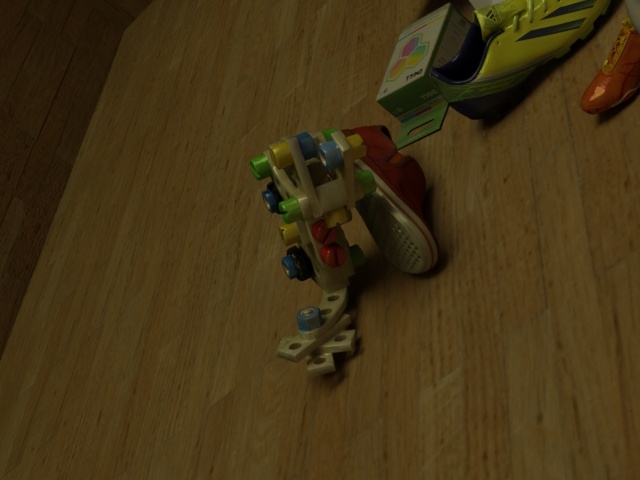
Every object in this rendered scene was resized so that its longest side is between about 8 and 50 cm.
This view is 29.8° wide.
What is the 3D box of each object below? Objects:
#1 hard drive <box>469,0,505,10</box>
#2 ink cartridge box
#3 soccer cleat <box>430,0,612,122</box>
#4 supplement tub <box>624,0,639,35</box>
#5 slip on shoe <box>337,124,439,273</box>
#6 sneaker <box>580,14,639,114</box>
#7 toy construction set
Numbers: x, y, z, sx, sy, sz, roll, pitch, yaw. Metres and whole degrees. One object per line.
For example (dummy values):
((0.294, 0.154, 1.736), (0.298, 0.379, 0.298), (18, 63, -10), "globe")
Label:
((0.306, -0.455, 1.652), (0.307, 0.203, 0.040), (-41, -19, 27), "hard drive")
((0.149, -0.243, 1.780), (0.109, 0.062, 0.209), (-22, 39, 49), "ink cartridge box")
((0.263, -0.278, 1.540), (0.289, 0.121, 0.093), (-46, 24, 17), "soccer cleat")
((0.388, -0.189, 0.919), (0.241, 0.331, 0.241), (-41, 26, 26), "supplement tub")
((0.095, -0.068, 1.589), (0.101, 0.123, 0.331), (-20, 31, -5), "slip on shoe")
((0.352, -0.218, 1.362), (0.175, 0.067, 0.064), (-50, 25, 12), "sneaker")
((0.000, 0.000, 1.526), (0.215, 0.151, 0.328), (-139, 44, -61), "toy construction set")
